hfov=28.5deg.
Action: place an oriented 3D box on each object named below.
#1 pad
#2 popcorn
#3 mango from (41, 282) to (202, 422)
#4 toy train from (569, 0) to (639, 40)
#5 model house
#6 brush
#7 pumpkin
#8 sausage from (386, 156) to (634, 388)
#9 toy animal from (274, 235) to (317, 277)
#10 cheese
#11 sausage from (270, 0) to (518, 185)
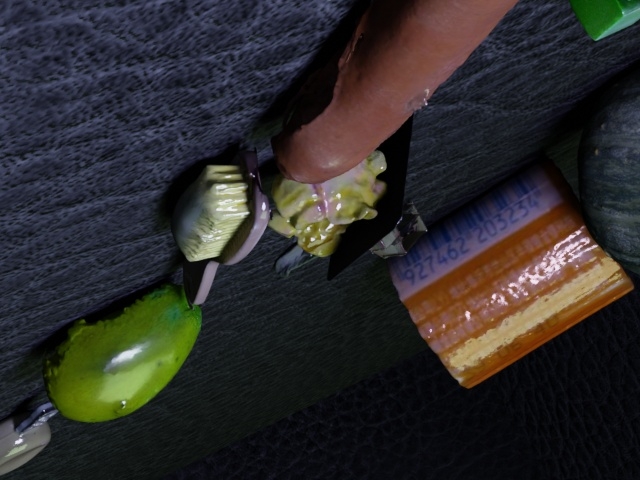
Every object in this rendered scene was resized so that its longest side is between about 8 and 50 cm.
[{"bbox_3d":[0.046,-0.046,1.138,0.112,0.003,0.157,-41,-151,43],"label":"pad"},{"bbox_3d":[0.005,-0.044,1.104,0.109,0.089,0.097,-56,-173,0],"label":"popcorn"},{"bbox_3d":[-0.194,0.115,1.267,0.178,0.100,0.119,-36,168,-9],"label":"mango"},{"bbox_3d":[0.330,-0.251,1.065,0.251,0.085,0.119,-25,173,-17],"label":"toy train"},{"bbox_3d":[0.084,-0.008,1.582,0.058,0.057,0.083,-4,-147,48],"label":"model house"},{"bbox_3d":[-0.108,-0.001,1.106,0.067,0.072,0.313,-3,164,-16],"label":"brush"},{"bbox_3d":[0.469,-0.098,1.613,0.257,0.292,0.327,8,-162,20],"label":"pumpkin"},{"bbox_3d":[0.268,0.045,1.825,0.287,0.233,0.233,-33,169,7],"label":"sausage"},{"bbox_3d":[-0.010,0.004,1.407,0.075,0.041,0.217,-21,170,-45],"label":"toy animal"},{"bbox_3d":[-0.358,0.230,1.480,0.092,0.048,0.171,-27,169,-29],"label":"cheese"},{"bbox_3d":[0.056,-0.132,0.874,0.087,0.079,0.326,-36,175,-34],"label":"sausage"}]
